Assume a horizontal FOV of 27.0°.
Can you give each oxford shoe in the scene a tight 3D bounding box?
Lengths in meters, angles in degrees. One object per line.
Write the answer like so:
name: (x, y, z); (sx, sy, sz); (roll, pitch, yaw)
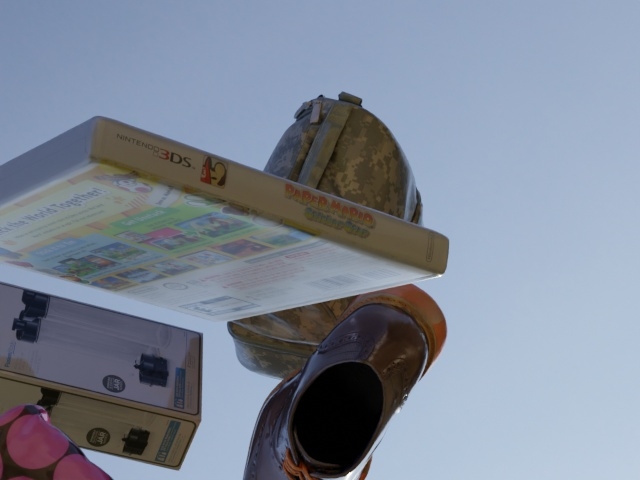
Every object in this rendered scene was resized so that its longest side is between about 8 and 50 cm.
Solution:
oxford shoe: (-0.009, 0.193, 1.297); (0.133, 0.130, 0.364); (-48, -12, -52)

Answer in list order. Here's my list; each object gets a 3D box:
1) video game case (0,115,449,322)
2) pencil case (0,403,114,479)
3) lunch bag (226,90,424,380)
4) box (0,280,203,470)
video game case: (-0.081, -0.002, 0.718); (0.206, 0.227, 0.026); (18, -109, -32)
pencil case: (-0.194, 0.227, 1.115); (0.095, 0.209, 0.098); (-51, -11, 5)
lunch bag: (0.000, 0.000, 1.671); (0.256, 0.212, 0.305); (79, -151, -55)
box: (-0.289, 0.157, 1.576); (0.290, 0.169, 0.087); (16, -57, -13)
